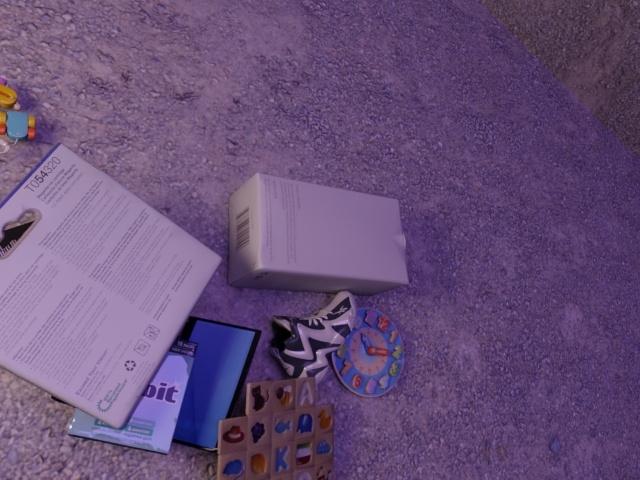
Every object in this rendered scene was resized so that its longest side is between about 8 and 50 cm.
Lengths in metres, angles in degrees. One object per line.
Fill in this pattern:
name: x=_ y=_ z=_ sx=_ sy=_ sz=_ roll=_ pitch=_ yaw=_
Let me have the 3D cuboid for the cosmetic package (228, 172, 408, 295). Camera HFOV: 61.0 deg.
cosmetic package: x=0.000 y=0.000 z=1.216 sx=0.385 sy=0.156 sz=0.217 roll=10 pitch=67 yaw=-32

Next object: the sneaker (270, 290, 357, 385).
sneaker: x=-0.025 y=0.176 z=1.162 sx=0.153 sy=0.094 sz=0.235 roll=42 pitch=67 yaw=-22

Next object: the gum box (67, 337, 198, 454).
gum box: x=-0.303 y=0.242 z=0.897 sx=0.157 sy=0.041 sz=0.184 roll=17 pitch=62 yaw=-13

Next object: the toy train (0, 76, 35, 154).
toy train: x=-0.593 y=-0.224 z=0.971 sx=0.166 sy=0.046 sz=0.125 roll=49 pitch=54 yaw=-5

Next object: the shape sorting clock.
shape sorting clock: x=0.113 y=0.258 z=1.263 sx=0.206 sy=0.040 sz=0.206 roll=13 pitch=65 yaw=-30

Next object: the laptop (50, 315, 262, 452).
laptop: x=-0.275 y=0.212 z=0.955 sx=0.264 sy=0.136 sz=0.234 roll=38 pitch=54 yaw=-31

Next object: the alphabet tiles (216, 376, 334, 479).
alphabet tiles: x=-0.075 y=0.432 z=1.005 sx=0.285 sy=0.011 sz=0.343 roll=9 pitch=80 yaw=-45

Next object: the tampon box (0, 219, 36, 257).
tampon box: x=-0.475 y=0.032 z=0.901 sx=0.161 sy=0.120 sz=0.101 roll=-27 pitch=90 yaw=-38

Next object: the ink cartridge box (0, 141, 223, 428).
ink cartridge box: x=-0.367 y=0.067 z=0.850 sx=0.330 sy=0.071 sz=0.324 roll=38 pitch=58 yaw=-17
